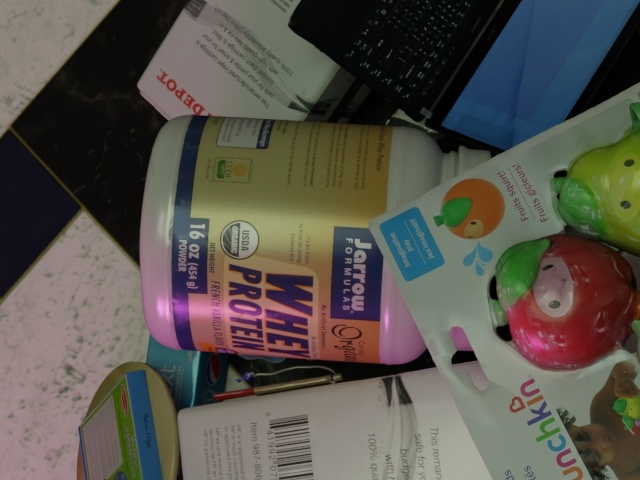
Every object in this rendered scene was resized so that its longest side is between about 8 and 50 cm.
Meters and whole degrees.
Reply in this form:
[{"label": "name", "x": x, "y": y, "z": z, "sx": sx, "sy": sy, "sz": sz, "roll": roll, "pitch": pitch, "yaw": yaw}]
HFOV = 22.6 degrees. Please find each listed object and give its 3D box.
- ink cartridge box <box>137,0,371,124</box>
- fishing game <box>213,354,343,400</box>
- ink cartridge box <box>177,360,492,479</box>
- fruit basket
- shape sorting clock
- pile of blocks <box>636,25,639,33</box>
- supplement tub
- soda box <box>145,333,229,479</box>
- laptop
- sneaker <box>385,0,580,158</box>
[{"label": "ink cartridge box", "x": -0.041, "y": -0.213, "z": 1.717, "sx": 0.197, "sy": 0.114, "sz": 0.273, "roll": 43, "pitch": 109, "yaw": 22}, {"label": "fishing game", "x": -0.039, "y": 0.046, "z": 1.673, "sx": 0.189, "sy": 0.041, "sz": 0.264, "roll": -9, "pitch": 48, "yaw": 13}, {"label": "ink cartridge box", "x": 0.080, "y": 0.283, "z": 1.574, "sx": 0.395, "sy": 0.166, "sz": 0.285, "roll": -11, "pitch": 77, "yaw": 19}, {"label": "fruit basket", "x": 0.256, "y": 0.032, "z": 1.323, "sx": 0.353, "sy": 0.165, "sz": 0.327, "roll": -24, "pitch": 66, "yaw": -1}, {"label": "shape sorting clock", "x": -0.201, "y": 0.230, "z": 1.674, "sx": 0.206, "sy": 0.040, "sz": 0.206, "roll": -19, "pitch": 67, "yaw": 55}, {"label": "pile of blocks", "x": 0.441, "y": -0.337, "z": 1.588, "sx": 0.362, "sy": 0.112, "sz": 0.149, "roll": -41, "pitch": 69, "yaw": 9}, {"label": "supplement tub", "x": 0.000, "y": 0.000, "z": 1.531, "sx": 0.316, "sy": 0.228, "sz": 0.228, "roll": 3, "pitch": 80, "yaw": 4}, {"label": "soda box", "x": -0.150, "y": 0.175, "z": 1.734, "sx": 0.067, "sy": 0.071, "sz": 0.210, "roll": 4, "pitch": 81, "yaw": 24}, {"label": "laptop", "x": 0.149, "y": -0.231, "z": 1.545, "sx": 0.264, "sy": 0.136, "sz": 0.234, "roll": 36, "pitch": 80, "yaw": -13}, {"label": "sneaker", "x": 0.143, "y": -0.153, "z": 1.676, "sx": 0.330, "sy": 0.122, "sz": 0.146, "roll": -40, "pitch": 52, "yaw": 9}]
